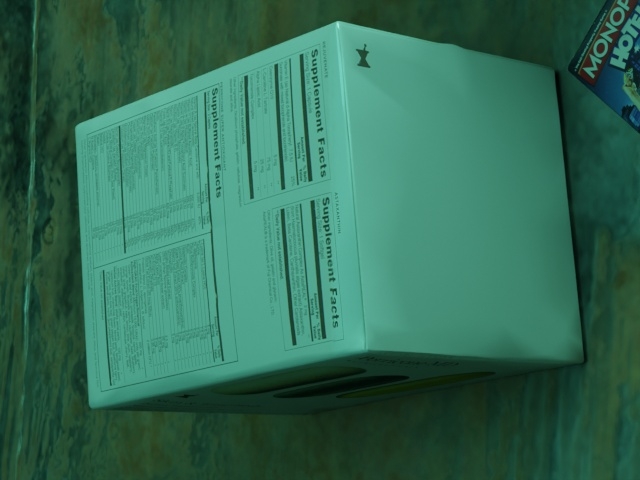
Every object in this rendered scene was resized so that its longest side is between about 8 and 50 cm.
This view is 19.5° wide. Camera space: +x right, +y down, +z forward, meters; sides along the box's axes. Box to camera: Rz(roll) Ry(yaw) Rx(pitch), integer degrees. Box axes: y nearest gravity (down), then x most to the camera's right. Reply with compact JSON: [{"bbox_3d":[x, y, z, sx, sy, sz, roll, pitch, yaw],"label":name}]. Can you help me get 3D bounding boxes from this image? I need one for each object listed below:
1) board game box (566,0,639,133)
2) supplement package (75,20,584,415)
[{"bbox_3d":[0.235,-0.151,1.076,0.194,0.060,0.194,50,120,40],"label":"board game box"},{"bbox_3d":[0.000,0.000,1.208,0.262,0.199,0.198,-16,74,45],"label":"supplement package"}]
